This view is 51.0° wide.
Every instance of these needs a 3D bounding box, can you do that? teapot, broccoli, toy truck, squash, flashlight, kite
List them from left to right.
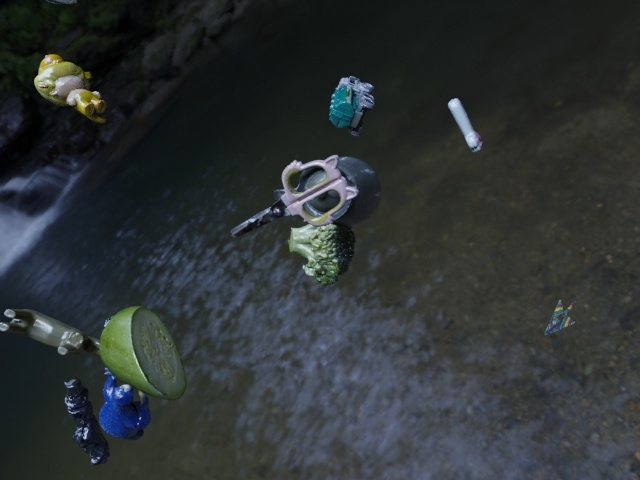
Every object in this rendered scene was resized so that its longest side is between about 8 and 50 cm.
[{"bbox_3d":[-0.367,0.247,1.499,0.260,0.189,0.189,-1,50,50],"label":"squash"},{"bbox_3d":[0.000,0.000,2.339,0.245,0.248,0.288,2,53,3],"label":"broccoli"},{"bbox_3d":[0.011,-0.165,2.049,0.223,0.305,0.285,-67,-17,11],"label":"teapot"},{"bbox_3d":[0.032,-0.146,0.716,0.083,0.044,0.039,-84,17,-57],"label":"toy truck"},{"bbox_3d":[0.504,-0.400,2.319,0.047,0.200,0.093,-26,7,24],"label":"flashlight"},{"bbox_3d":[0.468,0.152,1.304,0.090,0.004,0.122,-52,3,11],"label":"kite"}]

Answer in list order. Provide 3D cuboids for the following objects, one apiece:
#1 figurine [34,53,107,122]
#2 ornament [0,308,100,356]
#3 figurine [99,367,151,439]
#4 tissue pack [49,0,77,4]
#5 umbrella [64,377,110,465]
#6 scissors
[{"bbox_3d":[-0.668,-0.404,1.794,0.156,0.246,0.131,-23,-38,-39],"label":"figurine"},{"bbox_3d":[-0.603,0.227,1.572,0.245,0.230,0.061,131,162,-81],"label":"ornament"},{"bbox_3d":[-0.556,0.476,1.872,0.164,0.262,0.121,29,50,22],"label":"figurine"},{"bbox_3d":[-0.638,-0.595,1.525,0.170,0.103,0.090,26,112,38],"label":"tissue pack"},{"bbox_3d":[-0.546,0.419,1.545,0.071,0.224,0.080,-24,30,-31],"label":"umbrella"},{"bbox_3d":[-0.073,-0.074,1.469,0.317,0.160,0.024,-27,12,23],"label":"scissors"}]
